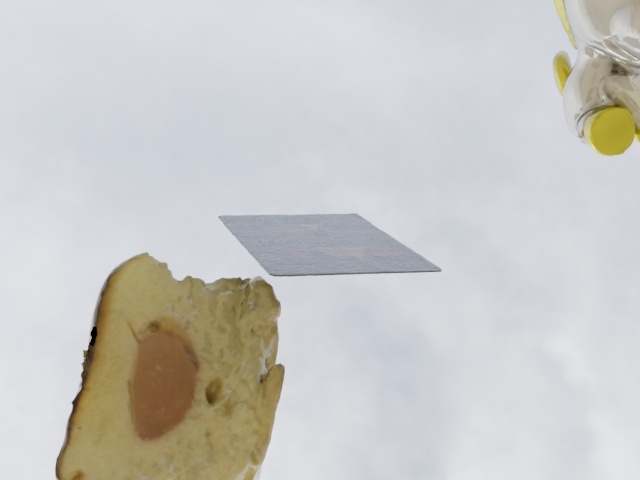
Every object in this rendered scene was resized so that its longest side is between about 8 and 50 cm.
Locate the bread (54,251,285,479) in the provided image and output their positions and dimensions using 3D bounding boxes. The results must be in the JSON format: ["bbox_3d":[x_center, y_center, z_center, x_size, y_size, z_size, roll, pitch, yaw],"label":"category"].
[{"bbox_3d":[-0.130,0.148,0.829,0.183,0.211,0.224,10,-77,-2],"label":"bread"}]

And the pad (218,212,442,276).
[{"bbox_3d":[0.000,0.000,0.811,0.143,0.211,0.003,-1,-76,-18],"label":"pad"}]

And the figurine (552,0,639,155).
[{"bbox_3d":[0.213,-0.150,0.686,0.109,0.178,0.129,-28,-132,-20],"label":"figurine"}]
